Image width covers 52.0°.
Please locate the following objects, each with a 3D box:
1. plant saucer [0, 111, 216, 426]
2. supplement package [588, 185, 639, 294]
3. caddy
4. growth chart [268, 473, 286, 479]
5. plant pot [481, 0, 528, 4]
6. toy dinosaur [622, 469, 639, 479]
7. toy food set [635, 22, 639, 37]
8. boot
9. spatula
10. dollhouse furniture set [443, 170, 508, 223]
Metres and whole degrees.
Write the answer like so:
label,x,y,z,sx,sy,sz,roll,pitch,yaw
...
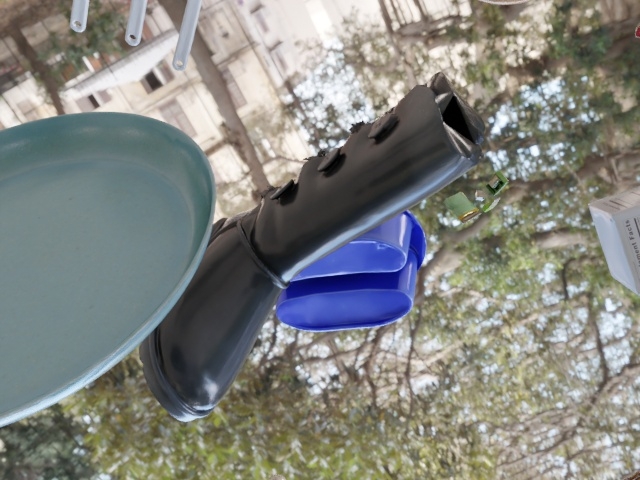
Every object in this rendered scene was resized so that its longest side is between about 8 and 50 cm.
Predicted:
label,x,y,z,sx,sy,sz,roll,pitch,yaw
plant saucer,-0.226,0.013,0.482,0.317,0.044,0.318,-7,-136,6
supplement package,0.566,-0.030,1.005,0.244,0.139,0.134,-19,-173,10
caddy,0.041,0.038,1.307,0.341,0.241,0.179,-6,-146,9
growth chart,-0.054,0.291,0.607,0.237,0.172,0.021,-30,-167,43
plant pot,0.248,-0.441,0.836,0.290,0.291,0.204,-14,-141,29
toy dinosaur,0.296,0.138,0.326,0.322,0.218,0.164,-42,-122,34
toy food set,0.617,-0.361,1.173,0.078,0.122,0.019,113,2,-58
boot,0.000,-0.002,0.824,0.445,0.146,0.367,-28,-149,25
spatula,-0.183,-0.301,0.684,0.242,0.168,0.019,120,-18,-44
dollhouse furniture set,0.377,-0.106,1.561,0.151,0.076,0.059,-28,161,-26
